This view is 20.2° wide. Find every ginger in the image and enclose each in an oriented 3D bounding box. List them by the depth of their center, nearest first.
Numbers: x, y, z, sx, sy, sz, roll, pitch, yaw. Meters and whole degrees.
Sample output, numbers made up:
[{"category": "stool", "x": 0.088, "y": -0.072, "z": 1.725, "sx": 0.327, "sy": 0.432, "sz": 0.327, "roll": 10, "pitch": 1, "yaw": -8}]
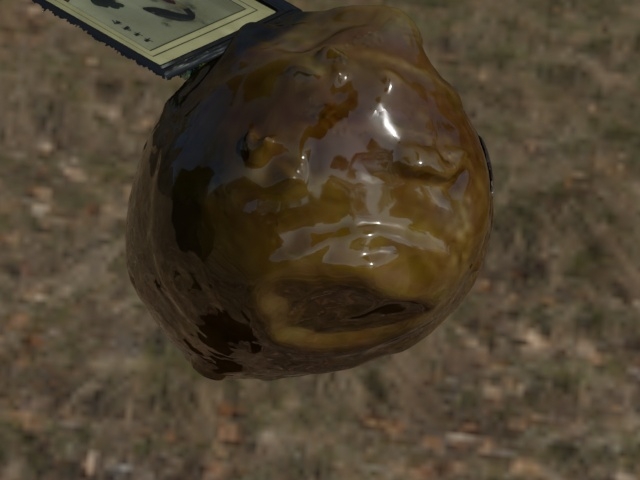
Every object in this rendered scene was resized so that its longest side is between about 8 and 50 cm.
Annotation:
[{"category": "ginger", "x": -0.025, "y": -0.018, "z": 1.100, "sx": 0.269, "sy": 0.200, "sz": 0.223, "roll": -10, "pitch": -25, "yaw": 24}]

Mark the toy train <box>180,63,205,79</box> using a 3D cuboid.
[{"category": "toy train", "x": -0.133, "y": -0.221, "z": 1.860, "sx": 0.050, "sy": 0.122, "sz": 0.081, "roll": -12, "pitch": -28, "yaw": -26}]

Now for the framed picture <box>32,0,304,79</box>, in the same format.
[{"category": "framed picture", "x": -0.137, "y": -0.184, "z": 1.302, "sx": 0.195, "sy": 0.010, "sz": 0.199, "roll": 31, "pitch": 32, "yaw": 17}]
